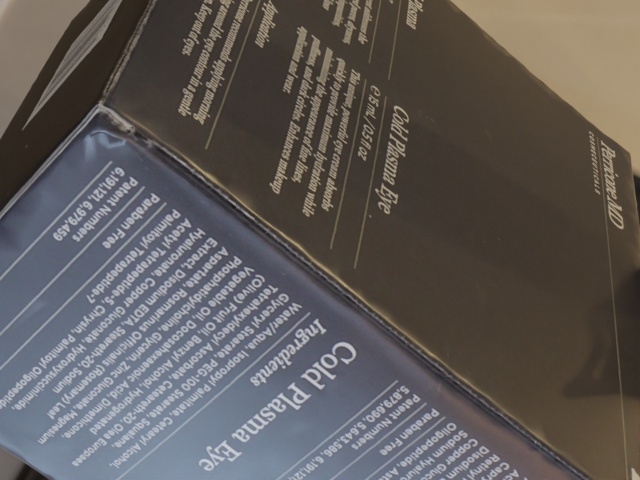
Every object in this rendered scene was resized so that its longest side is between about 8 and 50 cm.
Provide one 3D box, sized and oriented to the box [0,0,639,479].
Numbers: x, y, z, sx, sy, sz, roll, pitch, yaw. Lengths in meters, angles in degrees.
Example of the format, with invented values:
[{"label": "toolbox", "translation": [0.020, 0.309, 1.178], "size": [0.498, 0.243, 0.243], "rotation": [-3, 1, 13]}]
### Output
[{"label": "box", "translation": [0.000, 0.000, 0.752], "size": [0.179, 0.312, 0.343], "rotation": [-43, -162, 29]}]
